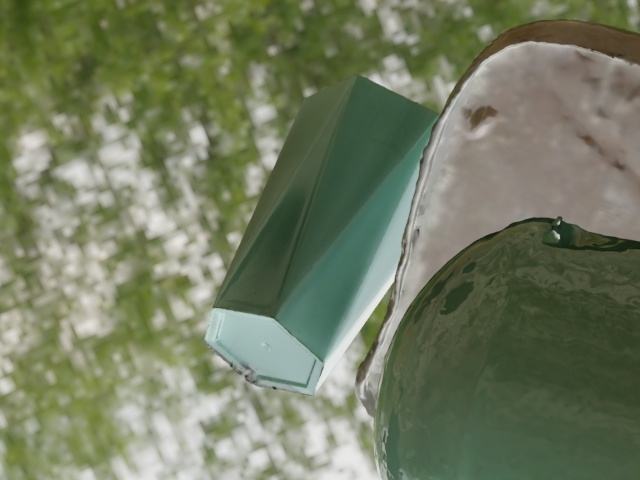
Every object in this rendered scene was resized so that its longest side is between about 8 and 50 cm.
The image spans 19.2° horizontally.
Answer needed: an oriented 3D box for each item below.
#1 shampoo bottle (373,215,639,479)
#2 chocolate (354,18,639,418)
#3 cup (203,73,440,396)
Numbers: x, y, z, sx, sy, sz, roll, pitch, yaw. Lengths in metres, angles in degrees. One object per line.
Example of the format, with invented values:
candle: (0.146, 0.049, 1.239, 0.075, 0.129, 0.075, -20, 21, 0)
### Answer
shampoo bottle: (0.185, 0.092, 0.667, 0.349, 0.151, 0.222, 15, -167, 22)
chocolate: (0.119, 0.000, 0.926, 0.157, 0.254, 0.080, 17, -143, 3)
cup: (0.000, 0.000, 1.507, 0.148, 0.134, 0.236, -23, -150, 54)
